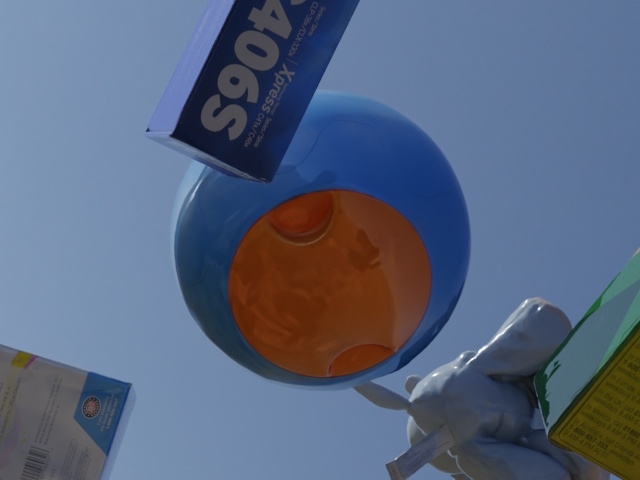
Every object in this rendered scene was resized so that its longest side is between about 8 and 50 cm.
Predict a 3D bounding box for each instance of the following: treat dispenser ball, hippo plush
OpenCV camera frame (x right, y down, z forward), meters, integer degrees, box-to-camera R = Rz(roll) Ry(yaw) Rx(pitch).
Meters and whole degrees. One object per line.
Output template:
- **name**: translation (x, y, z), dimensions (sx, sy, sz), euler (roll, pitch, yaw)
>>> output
- **treat dispenser ball**: translation (0.000, 0.000, 1.523), dimensions (0.288, 0.288, 0.288), euler (34, -29, 22)
- **hippo plush**: translation (0.191, 0.225, 1.798), dimensions (0.236, 0.294, 0.234), euler (107, -41, -70)

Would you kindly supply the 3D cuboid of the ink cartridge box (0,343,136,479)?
- **ink cartridge box**: translation (-0.204, 0.119, 1.049), dimensions (0.143, 0.092, 0.090), euler (18, -10, 0)

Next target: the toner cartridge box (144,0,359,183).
- **toner cartridge box**: translation (-0.004, -0.209, 1.070), dimensions (0.075, 0.348, 0.165), euler (26, -1, -14)

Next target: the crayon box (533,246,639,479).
- **crayon box**: translation (0.310, 0.038, 1.003), dimensions (0.202, 0.081, 0.318), euler (31, -68, -14)
